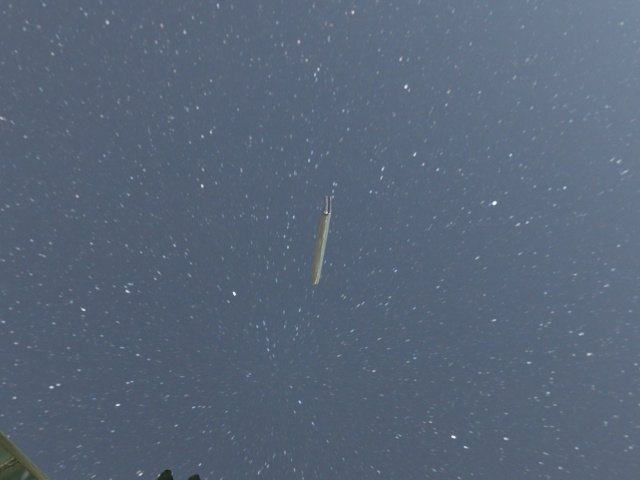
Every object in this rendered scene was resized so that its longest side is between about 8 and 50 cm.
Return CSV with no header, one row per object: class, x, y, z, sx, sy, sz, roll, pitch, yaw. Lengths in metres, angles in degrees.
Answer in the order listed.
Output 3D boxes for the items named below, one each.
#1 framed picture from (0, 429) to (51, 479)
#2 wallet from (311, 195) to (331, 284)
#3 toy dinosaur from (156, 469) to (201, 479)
framed picture,-0.699,0.505,1.110,0.289,0.016,0.213,-35,-56,-20
wallet,0.000,0.000,0.581,0.011,0.044,0.083,8,-59,-1
toy dinosaur,-0.182,0.363,0.777,0.328,0.144,0.076,0,-133,-2
